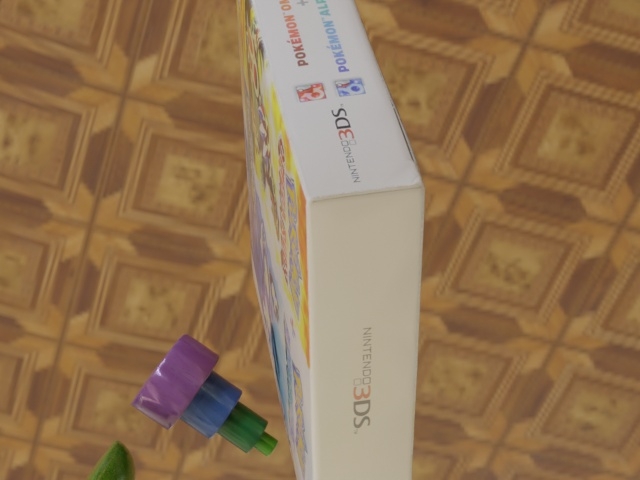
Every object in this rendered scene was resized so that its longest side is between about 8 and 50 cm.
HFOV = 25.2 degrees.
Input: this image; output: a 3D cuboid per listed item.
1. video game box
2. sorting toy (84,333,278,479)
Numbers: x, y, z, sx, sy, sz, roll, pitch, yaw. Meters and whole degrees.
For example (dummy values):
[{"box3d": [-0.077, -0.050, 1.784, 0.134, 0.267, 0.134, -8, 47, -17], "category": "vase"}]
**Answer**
[{"box3d": [0.000, 0.000, 0.599, 0.048, 0.187, 0.205, -9, 132, -9], "category": "video game box"}, {"box3d": [-0.140, 0.239, 0.963, 0.126, 0.365, 0.127, 35, 152, -4], "category": "sorting toy"}]
